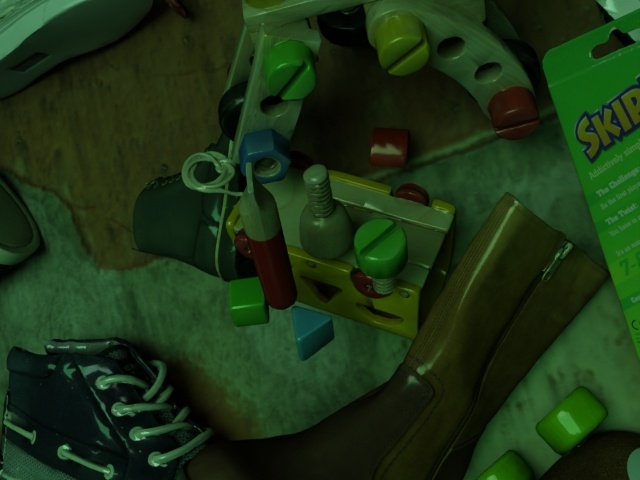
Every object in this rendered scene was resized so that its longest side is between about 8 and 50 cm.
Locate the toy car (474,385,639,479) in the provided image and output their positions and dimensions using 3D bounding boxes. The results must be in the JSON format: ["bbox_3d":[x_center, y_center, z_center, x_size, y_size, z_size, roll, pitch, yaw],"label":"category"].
[{"bbox_3d":[0.176,0.203,0.564,0.149,0.188,0.155,-47,71,15],"label":"toy car"}]

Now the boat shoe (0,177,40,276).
[{"bbox_3d":[-0.437,-0.085,0.881,0.113,0.127,0.340,-42,89,20],"label":"boat shoe"}]

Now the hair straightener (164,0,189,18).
[{"bbox_3d":[-0.170,-0.320,0.835,0.089,0.047,0.230,-42,66,3],"label":"hair straightener"}]

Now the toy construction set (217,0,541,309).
[{"bbox_3d":[0.020,-0.135,0.567,0.258,0.237,0.308,12,59,15],"label":"toy construction set"}]

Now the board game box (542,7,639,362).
[{"bbox_3d":[0.247,-0.030,0.585,0.124,0.039,0.259,-19,91,48],"label":"board game box"}]

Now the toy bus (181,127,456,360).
[{"bbox_3d":[0.009,0.007,0.687,0.191,0.104,0.202,-19,53,-9],"label":"toy bus"}]

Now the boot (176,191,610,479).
[{"bbox_3d":[0.065,0.094,0.585,0.280,0.264,0.096,-56,41,13],"label":"boot"}]

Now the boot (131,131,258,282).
[{"bbox_3d":[-0.110,-0.068,0.773,0.137,0.077,0.197,11,90,29],"label":"boot"}]

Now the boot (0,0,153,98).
[{"bbox_3d":[-0.283,-0.242,0.841,0.258,0.095,0.123,-19,81,26],"label":"boot"}]

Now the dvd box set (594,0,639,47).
[{"bbox_3d":[0.443,-0.187,0.539,0.420,0.062,0.307,-40,72,17],"label":"dvd box set"}]

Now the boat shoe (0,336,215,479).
[{"bbox_3d":[-0.151,0.176,0.741,0.341,0.127,0.158,4,96,25],"label":"boat shoe"}]
